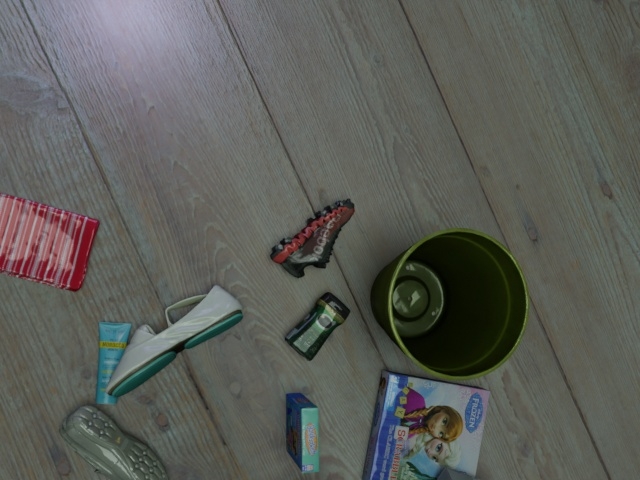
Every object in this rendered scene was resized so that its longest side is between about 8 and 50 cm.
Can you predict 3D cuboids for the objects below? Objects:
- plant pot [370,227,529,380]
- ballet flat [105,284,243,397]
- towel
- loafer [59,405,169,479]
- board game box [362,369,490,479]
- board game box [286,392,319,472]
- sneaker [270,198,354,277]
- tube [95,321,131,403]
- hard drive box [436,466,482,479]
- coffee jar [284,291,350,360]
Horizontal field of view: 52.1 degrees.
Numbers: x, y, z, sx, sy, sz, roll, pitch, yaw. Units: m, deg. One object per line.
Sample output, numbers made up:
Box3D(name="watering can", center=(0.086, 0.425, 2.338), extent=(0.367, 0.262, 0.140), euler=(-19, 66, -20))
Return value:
Box3D(name="plant pot", center=(0.296, 0.163, 1.737), extent=(0.367, 0.353, 0.366), euler=(1, 86, -13))
Box3D(name="ballet flat", center=(-0.393, 0.249, 1.698), extent=(0.400, 0.139, 0.139), euler=(-32, 95, -17))
Box3D(name="towel", center=(-0.723, 0.005, 1.669), extent=(0.275, 0.031, 0.198), euler=(16, 83, -12))
Box3D(name="loafer", center=(-0.520, 0.550, 1.661), extent=(0.111, 0.112, 0.319), euler=(-40, 99, 24))
Box3D(name="board game box", center=(0.303, 0.554, 1.866), extent=(0.318, 0.066, 0.318), euler=(12, 85, -13))
Box3D(name="board game box", center=(-0.049, 0.497, 1.711), extent=(0.047, 0.210, 0.159), euler=(0, 88, -13))
Box3D(name="sneaker", center=(0.000, 0.000, 1.807), extent=(0.276, 0.098, 0.135), euler=(-39, 96, -10))
Box3D(name="tube", center=(-0.541, 0.316, 1.691), extent=(0.080, 0.052, 0.206), euler=(7, 79, -22))
Box3D(name="hard drive box", center=(0.372, 0.767, 1.811), extent=(0.181, 0.089, 0.232), euler=(26, 106, -16))
Box3D(name="coffee jar", center=(-0.006, 0.234, 1.802), extent=(0.096, 0.079, 0.184), euler=(43, 80, -6))
